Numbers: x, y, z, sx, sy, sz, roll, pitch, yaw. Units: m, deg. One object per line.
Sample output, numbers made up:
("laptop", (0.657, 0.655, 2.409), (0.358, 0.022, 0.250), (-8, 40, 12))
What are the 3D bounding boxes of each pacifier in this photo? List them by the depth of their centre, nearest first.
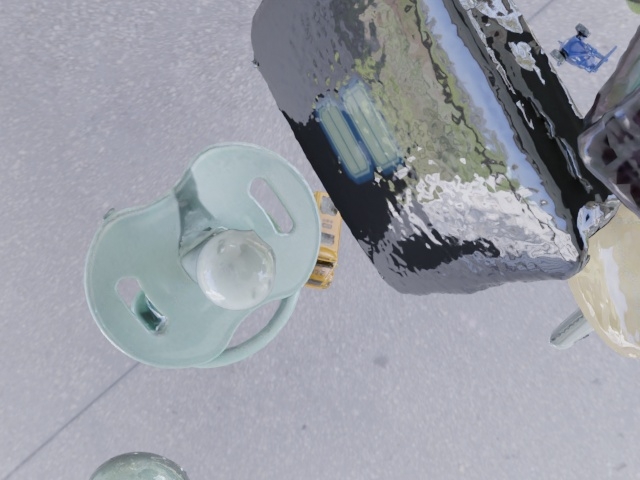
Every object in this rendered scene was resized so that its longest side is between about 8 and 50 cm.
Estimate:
("pacifier", (-0.125, 0.038, 1.025), (0.343, 0.269, 0.288), (-40, 109, -11))

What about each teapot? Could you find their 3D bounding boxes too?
("teapot", (-0.298, 0.461, 1.235), (0.184, 0.251, 0.183), (0, 114, -1))

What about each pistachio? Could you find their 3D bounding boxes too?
("pistachio", (0.352, 0.030, 0.885), (0.145, 0.117, 0.200), (-8, 95, 47))

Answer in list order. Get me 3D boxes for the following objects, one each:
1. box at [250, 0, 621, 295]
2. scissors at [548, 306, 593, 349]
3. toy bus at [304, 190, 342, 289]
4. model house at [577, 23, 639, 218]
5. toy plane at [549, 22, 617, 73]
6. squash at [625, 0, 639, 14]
("box", (0.078, -0.118, 0.714), (0.091, 0.350, 0.359), (-33, 93, -21))
("scissors", (0.457, 0.090, 1.237), (0.242, 0.030, 0.118), (-37, 116, -3))
("toy bus", (0.000, 0.000, 1.368), (0.070, 0.074, 0.162), (13, 68, -15))
("model house", (0.281, -0.050, 0.394), (0.280, 0.230, 0.249), (40, 90, -7))
("toy plane", (0.329, -0.231, 0.978), (0.062, 0.167, 0.054), (42, 104, -2))
("squash", (0.678, -0.501, 1.435), (0.252, 0.252, 0.049), (-36, 124, 10))
